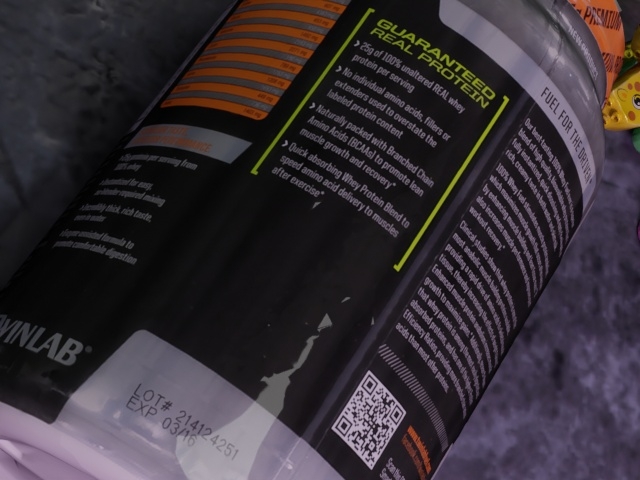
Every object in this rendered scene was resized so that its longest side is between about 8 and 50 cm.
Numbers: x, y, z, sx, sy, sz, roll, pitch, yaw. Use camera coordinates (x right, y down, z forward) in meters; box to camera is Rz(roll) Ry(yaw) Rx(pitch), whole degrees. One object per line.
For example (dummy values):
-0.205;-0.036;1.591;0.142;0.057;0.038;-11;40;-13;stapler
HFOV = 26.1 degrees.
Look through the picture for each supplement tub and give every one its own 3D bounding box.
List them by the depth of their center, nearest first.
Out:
0.000;0.000;0.608;0.193;0.193;0.316;43;64;-18;supplement tub

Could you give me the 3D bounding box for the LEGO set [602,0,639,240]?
0.187;-0.069;0.792;0.093;0.087;0.227;-35;99;-30;LEGO set
